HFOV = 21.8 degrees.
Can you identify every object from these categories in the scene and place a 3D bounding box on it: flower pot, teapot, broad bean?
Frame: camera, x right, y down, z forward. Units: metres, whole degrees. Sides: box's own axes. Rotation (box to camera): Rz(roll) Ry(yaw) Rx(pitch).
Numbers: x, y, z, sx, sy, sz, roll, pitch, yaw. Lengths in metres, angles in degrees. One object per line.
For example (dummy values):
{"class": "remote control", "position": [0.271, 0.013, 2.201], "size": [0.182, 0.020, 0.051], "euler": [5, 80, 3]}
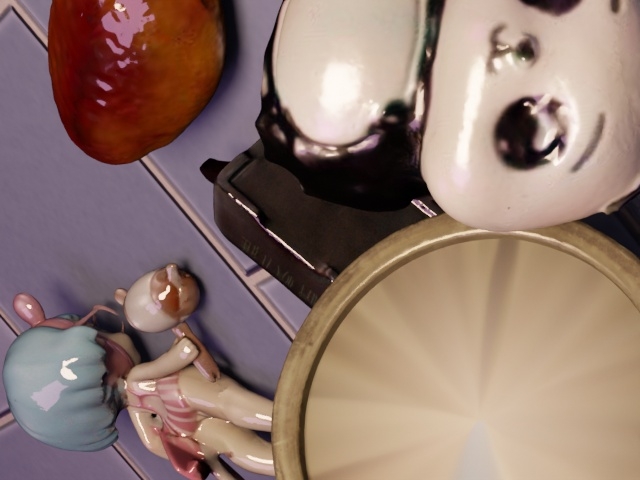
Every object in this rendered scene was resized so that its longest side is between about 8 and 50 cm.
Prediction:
{"class": "flower pot", "position": [0.112, 0.104, 0.864], "size": [0.212, 0.212, 0.202], "euler": [24, 178, 28]}
{"class": "teapot", "position": [0.000, 0.000, 0.988], "size": [0.177, 0.087, 0.096], "euler": [39, 150, 9]}
{"class": "broad bean", "position": [-0.110, -0.119, 0.985], "size": [0.114, 0.084, 0.165], "euler": [28, 139, -4]}

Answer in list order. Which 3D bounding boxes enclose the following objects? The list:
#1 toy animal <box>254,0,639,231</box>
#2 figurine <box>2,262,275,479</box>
{"class": "toy animal", "position": [0.074, -0.088, 0.772], "size": [0.179, 0.138, 0.166], "euler": [11, 90, 28]}
{"class": "figurine", "position": [-0.120, 0.107, 1.207], "size": [0.260, 0.103, 0.205], "euler": [17, 139, 21]}
